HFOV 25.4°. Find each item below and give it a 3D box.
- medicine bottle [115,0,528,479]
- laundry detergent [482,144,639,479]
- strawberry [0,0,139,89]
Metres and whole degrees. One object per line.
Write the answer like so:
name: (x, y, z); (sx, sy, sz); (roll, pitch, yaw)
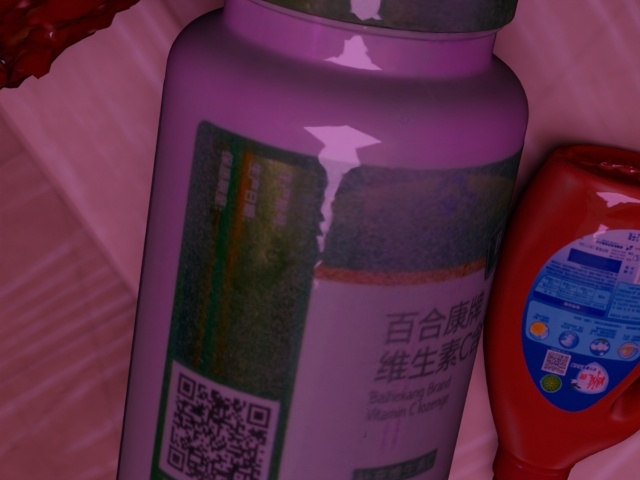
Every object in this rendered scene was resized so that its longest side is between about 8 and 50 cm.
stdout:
medicine bottle: (0.000, 0.000, 0.529); (0.133, 0.133, 0.274); (8, 112, 0)
laundry detergent: (0.111, 0.045, 0.588); (0.097, 0.049, 0.165); (12, 115, -5)
strawberry: (-0.135, -0.125, 0.469); (0.201, 0.187, 0.184); (5, 146, 2)
